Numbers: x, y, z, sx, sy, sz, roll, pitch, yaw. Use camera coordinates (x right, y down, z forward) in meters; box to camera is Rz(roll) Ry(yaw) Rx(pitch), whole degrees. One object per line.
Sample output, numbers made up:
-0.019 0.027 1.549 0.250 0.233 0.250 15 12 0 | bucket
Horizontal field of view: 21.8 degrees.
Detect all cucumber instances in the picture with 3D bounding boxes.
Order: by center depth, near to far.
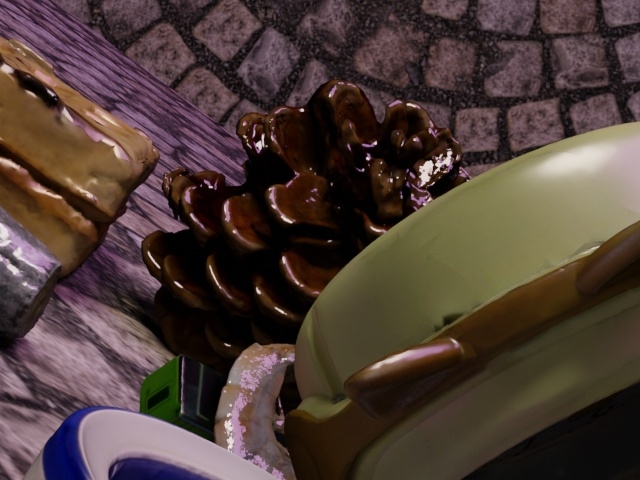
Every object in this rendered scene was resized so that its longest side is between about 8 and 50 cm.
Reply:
-0.196 0.005 0.933 0.112 0.064 0.064 40 6 11 | cucumber

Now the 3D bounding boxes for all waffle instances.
-0.294 -0.129 1.203 0.376 0.114 0.261 35 6 -3 | waffle

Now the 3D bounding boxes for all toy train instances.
-0.019 0.135 0.996 0.209 0.042 0.044 33 39 -34 | toy train

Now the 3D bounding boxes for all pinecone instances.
0.007 0.007 1.219 0.243 0.257 0.243 39 40 -42 | pinecone

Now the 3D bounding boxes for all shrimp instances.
0.015 0.132 0.976 0.195 0.035 0.148 36 35 -29 | shrimp

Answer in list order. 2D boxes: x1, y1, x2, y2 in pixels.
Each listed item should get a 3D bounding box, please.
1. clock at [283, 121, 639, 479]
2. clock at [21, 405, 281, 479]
0.118 0.053 0.806 0.117 0.286 0.348 65 9 22 | clock
-0.020 0.158 0.615 0.230 0.083 0.230 37 3 -3 | clock
